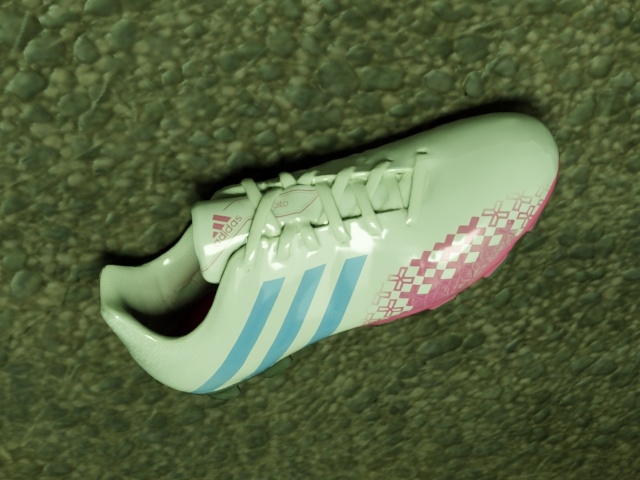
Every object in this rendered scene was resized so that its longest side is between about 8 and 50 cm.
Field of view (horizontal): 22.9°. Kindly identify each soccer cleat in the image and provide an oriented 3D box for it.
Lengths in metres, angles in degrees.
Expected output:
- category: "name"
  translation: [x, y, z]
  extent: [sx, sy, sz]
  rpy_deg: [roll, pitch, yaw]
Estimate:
- category: "soccer cleat"
  translation: [0.000, 0.000, 1.059]
  extent: [0.331, 0.116, 0.143]
  rpy_deg: [-31, 137, 16]
